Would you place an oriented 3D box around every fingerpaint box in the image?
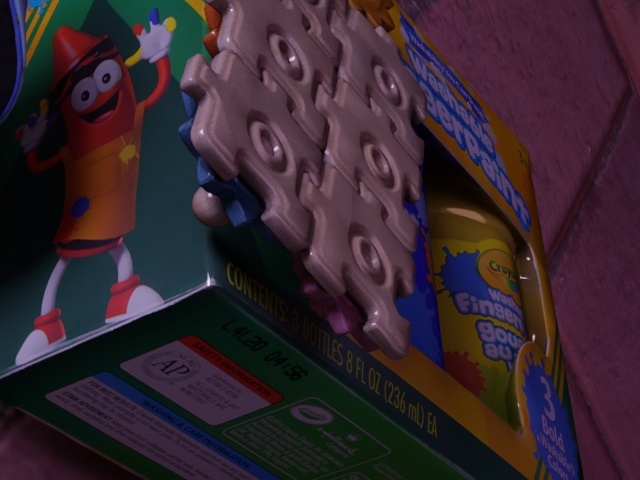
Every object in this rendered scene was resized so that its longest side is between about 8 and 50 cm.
[{"bbox_3d":[0.000,0.000,0.984,0.445,0.163,0.371,41,35,-44],"label":"fingerpaint box"}]

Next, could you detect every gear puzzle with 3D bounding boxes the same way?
[{"bbox_3d":[-0.008,-0.090,0.823,0.175,0.044,0.339,47,29,-26],"label":"gear puzzle"}]

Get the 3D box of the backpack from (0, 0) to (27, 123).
[{"bbox_3d":[-0.210,-0.129,0.727,0.117,0.158,0.173,-80,158,-72],"label":"backpack"}]
